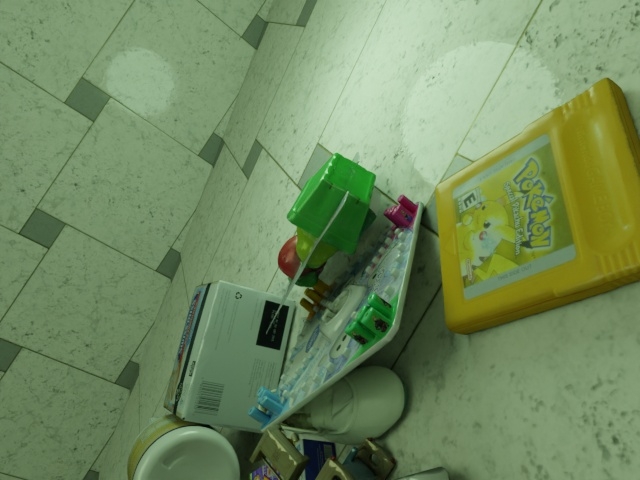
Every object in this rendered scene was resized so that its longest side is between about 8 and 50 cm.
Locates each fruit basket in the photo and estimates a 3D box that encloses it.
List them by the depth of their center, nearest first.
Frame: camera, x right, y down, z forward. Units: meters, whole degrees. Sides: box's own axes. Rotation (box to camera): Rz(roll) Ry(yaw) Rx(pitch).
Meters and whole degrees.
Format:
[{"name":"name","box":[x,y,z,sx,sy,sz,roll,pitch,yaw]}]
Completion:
[{"name":"fruit basket","box":[0.000,0.000,1.097,0.327,0.166,0.353,-69,2,-63]}]

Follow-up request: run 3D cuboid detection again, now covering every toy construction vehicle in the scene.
[{"name":"toy construction vehicle","box":[-0.091,0.473,1.145,0.098,0.035,0.086,-61,29,18]}]

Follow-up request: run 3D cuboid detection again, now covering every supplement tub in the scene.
[{"name":"supplement tub","box":[-0.353,0.567,1.235,0.331,0.241,0.240,-22,54,64]}]

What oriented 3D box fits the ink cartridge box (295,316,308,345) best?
[{"name":"ink cartridge box","box":[-0.033,0.244,1.194,0.063,0.029,0.115,-20,55,57]}]

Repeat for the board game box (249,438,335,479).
[{"name":"board game box","box":[-0.050,0.595,0.940,0.233,0.078,0.347,-48,34,37]}]

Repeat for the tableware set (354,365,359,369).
[{"name":"tableware set","box":[0.061,0.208,1.053,0.168,0.020,0.141,-67,27,6]}]

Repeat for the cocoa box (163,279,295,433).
[{"name":"cocoa box","box":[-0.245,0.304,1.323,0.228,0.232,0.347,-16,58,59]}]

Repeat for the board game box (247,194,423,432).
[{"name":"board game box","box":[0.032,0.127,0.947,0.390,0.050,0.390,-47,10,36]}]

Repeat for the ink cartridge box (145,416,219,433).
[{"name":"ink cartridge box","box":[-0.436,0.689,1.447,0.122,0.211,0.289,-6,67,61]}]

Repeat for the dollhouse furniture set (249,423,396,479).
[{"name":"dollhouse furniture set","box":[0.003,0.378,0.847,0.184,0.129,0.128,37,107,32]}]

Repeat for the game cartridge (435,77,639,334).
[{"name":"game cartridge","box":[0.306,-0.037,0.726,0.324,0.053,0.285,-37,42,49]}]

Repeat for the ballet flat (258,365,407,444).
[{"name":"ballet flat","box":[-0.003,0.328,0.970,0.400,0.139,0.139,-31,47,51]}]

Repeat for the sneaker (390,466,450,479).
[{"name":"sneaker","box":[0.121,0.439,0.730,0.115,0.105,0.281,58,133,43]}]
